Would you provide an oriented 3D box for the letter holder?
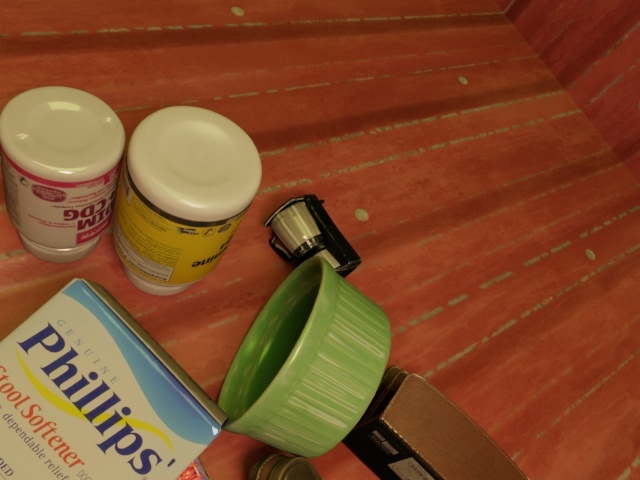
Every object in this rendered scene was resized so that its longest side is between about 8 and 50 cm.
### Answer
[{"bbox_3d":[0.229,0.368,0.962,0.302,0.152,0.214,44,50,4],"label":"letter holder"}]

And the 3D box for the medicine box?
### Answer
[{"bbox_3d":[-0.311,0.242,0.672,0.263,0.149,0.289,45,77,4],"label":"medicine box"}]

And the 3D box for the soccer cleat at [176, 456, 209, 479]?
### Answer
[{"bbox_3d":[-0.219,0.299,0.783,0.083,0.095,0.248,-16,72,-50],"label":"soccer cleat"}]

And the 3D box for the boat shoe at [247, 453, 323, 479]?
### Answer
[{"bbox_3d":[-0.013,0.462,0.812,0.111,0.104,0.307,-25,94,-45],"label":"boat shoe"}]

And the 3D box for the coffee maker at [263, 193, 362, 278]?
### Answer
[{"bbox_3d":[0.000,0.000,1.090,0.171,0.120,0.178,-26,75,-37],"label":"coffee maker"}]

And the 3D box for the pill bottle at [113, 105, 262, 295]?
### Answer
[{"bbox_3d":[-0.229,-0.040,0.860,0.188,0.334,0.187,12,57,-20],"label":"pill bottle"}]

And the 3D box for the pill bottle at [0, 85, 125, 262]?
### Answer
[{"bbox_3d":[-0.402,-0.086,0.833,0.160,0.283,0.160,13,56,-20],"label":"pill bottle"}]

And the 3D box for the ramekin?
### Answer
[{"bbox_3d":[-0.023,0.191,0.855,0.148,0.303,0.303,33,51,-14],"label":"ramekin"}]
